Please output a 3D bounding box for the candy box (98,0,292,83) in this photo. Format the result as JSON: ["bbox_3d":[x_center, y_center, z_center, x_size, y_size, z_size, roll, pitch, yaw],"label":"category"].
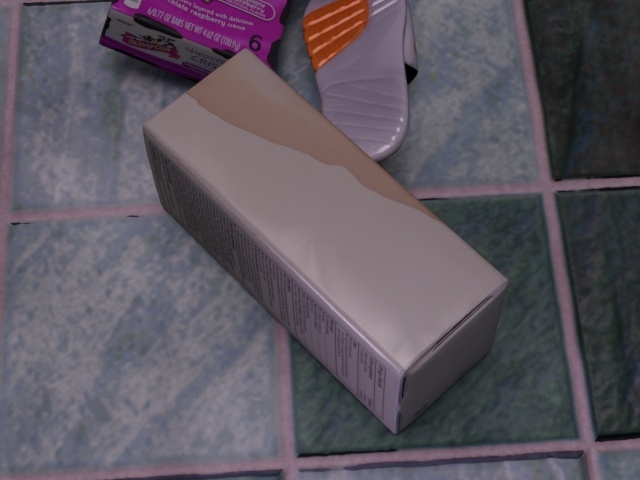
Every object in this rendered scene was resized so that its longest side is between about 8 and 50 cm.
[{"bbox_3d":[-0.100,-0.268,1.270,0.159,0.071,0.233,20,62,-12],"label":"candy box"}]

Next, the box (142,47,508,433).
[{"bbox_3d":[0.000,0.000,1.113,0.121,0.148,0.311,-40,70,-18],"label":"box"}]

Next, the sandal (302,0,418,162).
[{"bbox_3d":[0.041,-0.150,1.226,0.102,0.076,0.265,-12,47,13],"label":"sandal"}]
